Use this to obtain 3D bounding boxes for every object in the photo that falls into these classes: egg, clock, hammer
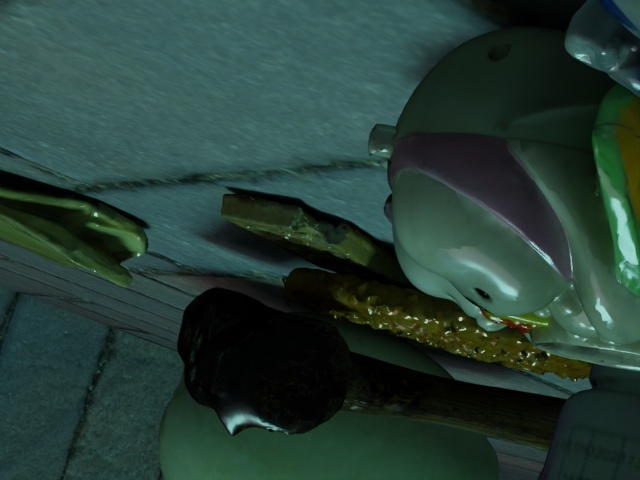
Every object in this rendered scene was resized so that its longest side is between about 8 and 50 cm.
[{"bbox_3d":[0.017,0.222,1.295,0.336,0.278,0.278,22,172,22],"label":"egg"},{"bbox_3d":[0.090,-0.011,0.453,0.144,0.103,0.231,9,170,6],"label":"clock"},{"bbox_3d":[0.087,0.133,1.032,0.409,0.095,0.242,16,177,-17],"label":"hammer"}]

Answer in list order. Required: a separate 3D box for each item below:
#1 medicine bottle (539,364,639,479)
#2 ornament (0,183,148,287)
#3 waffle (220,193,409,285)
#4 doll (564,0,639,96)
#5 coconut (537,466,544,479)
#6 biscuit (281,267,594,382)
[{"bbox_3d":[0.195,0.155,0.712,0.152,0.254,0.152,18,171,3],"label":"medicine bottle"},{"bbox_3d":[-0.267,-0.019,1.179,0.180,0.059,0.201,28,168,-31],"label":"ornament"},{"bbox_3d":[0.000,0.000,0.899,0.092,0.021,0.135,13,170,37],"label":"waffle"},{"bbox_3d":[0.116,-0.038,0.295,0.227,0.057,0.114,34,163,-11],"label":"doll"},{"bbox_3d":[0.369,0.356,1.635,0.224,0.224,0.224,18,170,3],"label":"coconut"},{"bbox_3d":[0.090,0.066,0.975,0.254,0.035,0.254,15,175,1],"label":"biscuit"}]
